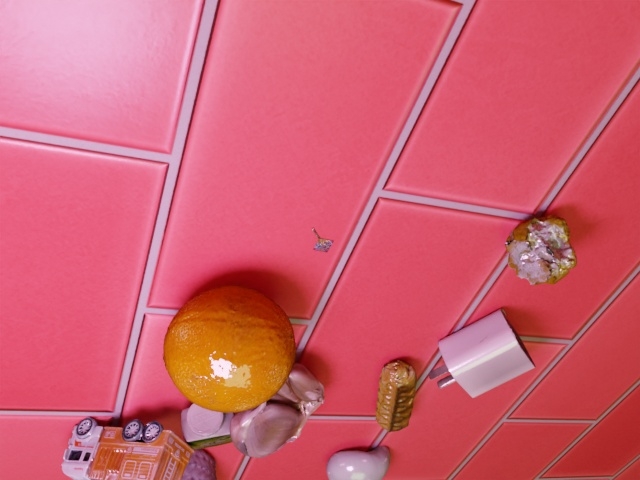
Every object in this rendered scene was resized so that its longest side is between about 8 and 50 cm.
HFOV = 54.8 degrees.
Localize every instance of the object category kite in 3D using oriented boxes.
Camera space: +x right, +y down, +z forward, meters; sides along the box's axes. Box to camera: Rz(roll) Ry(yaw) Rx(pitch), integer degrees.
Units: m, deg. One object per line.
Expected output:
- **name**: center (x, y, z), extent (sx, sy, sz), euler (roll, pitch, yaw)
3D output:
- **kite**: center (-0.005, 0.004, 1.300), extent (0.044, 0.002, 0.078), euler (-41, 131, 22)

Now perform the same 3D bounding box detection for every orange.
- **orange**: center (-0.188, 0.222, 1.276), extent (0.274, 0.274, 0.274), euler (-8, 134, -8)

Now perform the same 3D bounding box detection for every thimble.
- **thimble**: center (-0.404, 0.680, 1.721), extent (0.245, 0.157, 0.217), euler (25, 124, -32)

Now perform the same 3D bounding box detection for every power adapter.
- **power adapter**: center (0.407, 0.313, 1.617), extent (0.255, 0.124, 0.187), euler (-31, 131, 13)

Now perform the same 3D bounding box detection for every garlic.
- **garlic**: center (-0.110, 0.403, 1.501), extent (0.237, 0.210, 0.292), euler (-25, 149, 26)

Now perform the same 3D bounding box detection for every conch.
- **conch**: center (0.124, 0.717, 1.940), extent (0.221, 0.121, 0.185), euler (1, 162, -22)

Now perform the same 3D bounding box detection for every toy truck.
- **toy truck**: center (-0.481, 0.539, 1.510), extent (0.305, 0.162, 0.136), euler (-4, 138, 22)

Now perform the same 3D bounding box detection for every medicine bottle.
- **medicine bottle**: center (-0.281, 0.462, 1.558), extent (0.132, 0.088, 0.188), euler (-8, 154, -7)

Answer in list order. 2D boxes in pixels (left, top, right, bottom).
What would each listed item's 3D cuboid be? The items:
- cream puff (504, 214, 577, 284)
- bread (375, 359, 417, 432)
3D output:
- **cream puff**: center (0.491, 0.018, 1.364), extent (0.156, 0.156, 0.121), euler (-7, 164, -9)
- **bread**: center (0.206, 0.424, 1.694), extent (0.087, 0.098, 0.269), euler (-42, 147, -36)
